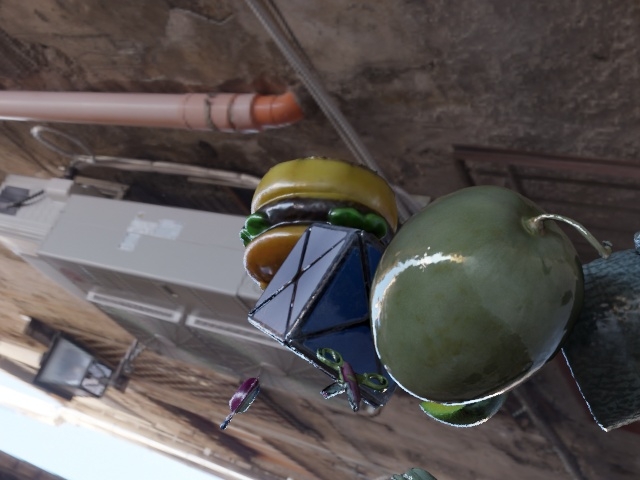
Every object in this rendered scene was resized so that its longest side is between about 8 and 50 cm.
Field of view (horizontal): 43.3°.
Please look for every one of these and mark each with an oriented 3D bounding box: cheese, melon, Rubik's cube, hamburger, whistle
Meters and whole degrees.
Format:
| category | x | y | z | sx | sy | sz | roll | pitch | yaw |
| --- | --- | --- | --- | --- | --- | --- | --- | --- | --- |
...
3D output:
| category | x | y | z | sx | sy | sz | roll | pitch | yaw |
| --- | --- | --- | --- | --- | --- | --- | --- | --- | --- |
| cheese | -0.162 | 0.325 | 1.623 | 0.145 | 0.038 | 0.095 | -55 | -2 | 28 |
| melon | 0.190 | 0.072 | 1.024 | 0.272 | 0.272 | 0.307 | 5 | -63 | -54 |
| Rubik's cube | 0.047 | 0.135 | 1.573 | 0.259 | 0.255 | 0.260 | 40 | -101 | -18 |
| melon | 0.398 | 0.396 | 2.020 | 0.265 | 0.169 | 0.129 | -40 | -77 | 3 |
| hamburger | 0.000 | 0.000 | 1.944 | 0.396 | 0.396 | 0.277 | 42 | -134 | -49 |
| whistle | 0.257 | 0.548 | 1.690 | 0.114 | 0.236 | 0.077 | 18 | -87 | -48 |

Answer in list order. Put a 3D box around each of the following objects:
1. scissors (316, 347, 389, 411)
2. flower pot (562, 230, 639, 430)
| category | x | y | z | sx | sy | sz | roll | pitch | yaw |
| --- | --- | --- | --- | --- | --- | --- | --- | --- | --- |
| scissors | 0.044 | 0.223 | 1.280 | 0.020 | 0.134 | 0.187 | -65 | -4 | 13 |
| flower pot | 0.496 | 0.132 | 1.142 | 0.299 | 0.283 | 0.299 | 56 | -162 | -28 |
